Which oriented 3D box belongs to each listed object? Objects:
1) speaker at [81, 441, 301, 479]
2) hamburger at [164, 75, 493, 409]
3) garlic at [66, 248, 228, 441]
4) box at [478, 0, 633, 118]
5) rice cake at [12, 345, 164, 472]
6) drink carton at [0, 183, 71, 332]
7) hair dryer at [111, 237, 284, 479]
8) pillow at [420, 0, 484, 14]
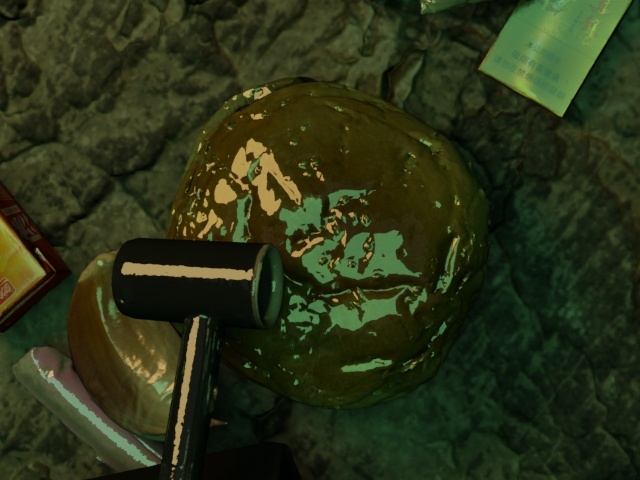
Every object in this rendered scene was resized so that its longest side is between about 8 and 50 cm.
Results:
[{"bbox_3d":[-0.118,0.325,1.154,0.254,0.184,0.232,-13,120,12],"label":"speaker"},{"bbox_3d":[-0.002,0.002,1.181,0.285,0.134,0.265,24,98,7],"label":"hamburger"},{"bbox_3d":[-0.149,0.112,1.205,0.090,0.128,0.198,-20,63,-29],"label":"garlic"},{"bbox_3d":[0.211,-0.193,1.190,0.089,0.022,0.156,33,97,8],"label":"box"},{"bbox_3d":[-0.169,0.190,1.260,0.270,0.049,0.055,40,98,7],"label":"rice cake"},{"bbox_3d":[-0.340,-0.025,1.275,0.096,0.071,0.223,-40,84,8],"label":"drink carton"},{"bbox_3d":[-0.115,0.120,1.080,0.128,0.070,0.255,5,74,17],"label":"hair dryer"},{"bbox_3d":[0.117,-0.306,1.155,0.148,0.050,0.230,-17,88,-15],"label":"pillow"}]
